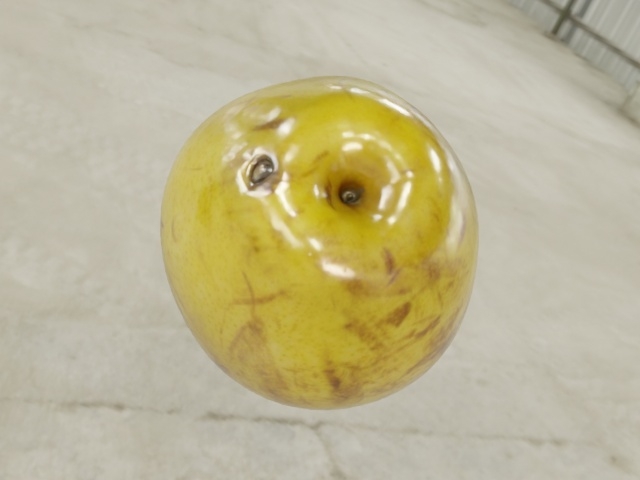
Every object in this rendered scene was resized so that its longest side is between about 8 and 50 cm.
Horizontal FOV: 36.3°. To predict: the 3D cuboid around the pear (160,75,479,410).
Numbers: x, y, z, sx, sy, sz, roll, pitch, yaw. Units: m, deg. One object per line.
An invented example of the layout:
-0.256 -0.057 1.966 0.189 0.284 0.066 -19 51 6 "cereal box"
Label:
0.000 0.000 0.799 0.280 0.281 0.281 20 25 -10 "pear"
